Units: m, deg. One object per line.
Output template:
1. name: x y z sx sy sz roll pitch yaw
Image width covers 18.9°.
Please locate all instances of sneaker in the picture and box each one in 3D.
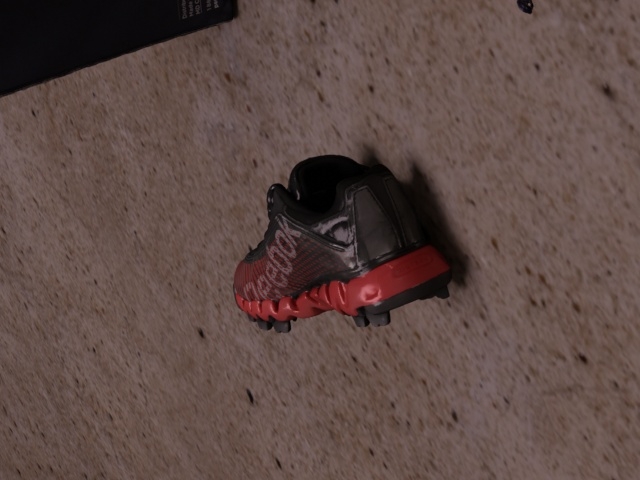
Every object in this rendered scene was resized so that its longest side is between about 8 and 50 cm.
1. sneaker: 0.000 0.000 1.545 0.276 0.098 0.135 -11 101 63

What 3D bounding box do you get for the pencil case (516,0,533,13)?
1. pencil case: 0.107 -0.215 1.191 0.151 0.064 0.070 56 -165 25

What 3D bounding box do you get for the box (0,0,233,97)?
1. box: -0.275 -0.273 1.634 0.296 0.294 0.182 39 143 45
